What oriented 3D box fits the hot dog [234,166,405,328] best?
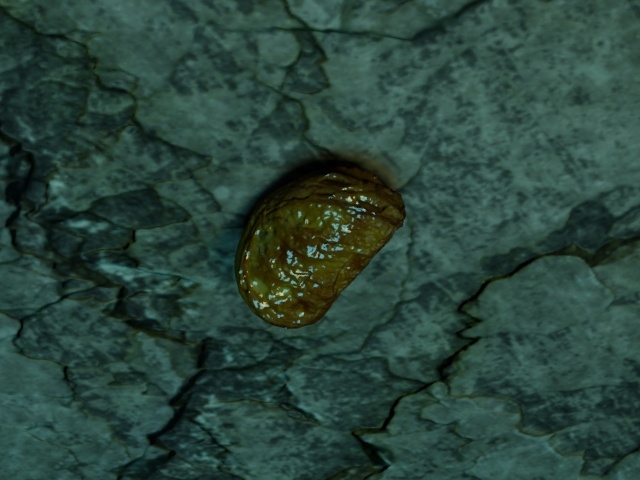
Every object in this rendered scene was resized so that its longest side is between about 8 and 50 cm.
[{"bbox_3d":[-0.001,0.001,1.281,0.099,0.065,0.147,22,121,-28],"label":"hot dog"}]
